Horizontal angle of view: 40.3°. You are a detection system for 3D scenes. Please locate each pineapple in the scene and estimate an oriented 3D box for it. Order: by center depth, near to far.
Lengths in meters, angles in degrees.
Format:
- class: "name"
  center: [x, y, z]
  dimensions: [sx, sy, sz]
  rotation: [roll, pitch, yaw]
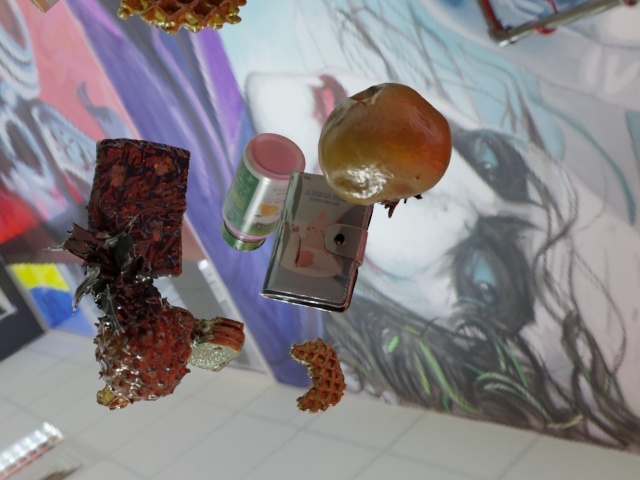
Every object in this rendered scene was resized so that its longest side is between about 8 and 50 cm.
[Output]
- class: "pineapple"
  center: [-0.296, 0.083, 1.296]
  dimensions: [0.165, 0.365, 0.165]
  rotation: [-5, -138, 5]

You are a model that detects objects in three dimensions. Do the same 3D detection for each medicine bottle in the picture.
- class: "medicine bottle"
  center: [-0.132, -0.094, 1.863]
  dimensions: [0.133, 0.133, 0.274]
  rotation: [-39, 166, -39]

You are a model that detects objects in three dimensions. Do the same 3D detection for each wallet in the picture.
- class: "wallet"
  center: [0.000, 0.000, 1.627]
  dimensions: [0.176, 0.250, 0.075]
  rotation: [10, 162, 10]

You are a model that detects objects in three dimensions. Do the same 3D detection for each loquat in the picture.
- class: "loquat"
  center: [0.107, -0.148, 1.389]
  dimensions: [0.213, 0.213, 0.213]
  rotation: [-25, -166, 7]

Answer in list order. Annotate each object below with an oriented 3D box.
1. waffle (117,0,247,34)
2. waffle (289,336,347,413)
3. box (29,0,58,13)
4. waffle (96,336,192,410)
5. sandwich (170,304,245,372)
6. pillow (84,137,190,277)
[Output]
- class: "waffle"
  center: [-0.293, -0.505, 1.771]
  dimensions: [0.293, 0.260, 0.069]
  rotation: [-6, 143, -23]
- class: "waffle"
  center: [-0.012, 0.352, 2.279]
  dimensions: [0.149, 0.194, 0.051]
  rotation: [-15, 170, -23]
- class: "box"
  center: [-0.479, -0.550, 1.367]
  dimensions: [0.214, 0.283, 0.259]
  rotation: [-43, -171, -3]
- class: "waffle"
  center: [-0.443, 0.335, 2.204]
  dimensions: [0.283, 0.065, 0.309]
  rotation: [-33, 162, -10]
- class: "sandwich"
  center: [-0.354, 0.263, 2.380]
  dimensions: [0.249, 0.273, 0.095]
  rotation: [-40, -141, 55]
- class: "pillow"
  center: [-0.332, -0.056, 1.596]
  dimensions: [0.189, 0.256, 0.034]
  rotation: [3, -173, -33]
